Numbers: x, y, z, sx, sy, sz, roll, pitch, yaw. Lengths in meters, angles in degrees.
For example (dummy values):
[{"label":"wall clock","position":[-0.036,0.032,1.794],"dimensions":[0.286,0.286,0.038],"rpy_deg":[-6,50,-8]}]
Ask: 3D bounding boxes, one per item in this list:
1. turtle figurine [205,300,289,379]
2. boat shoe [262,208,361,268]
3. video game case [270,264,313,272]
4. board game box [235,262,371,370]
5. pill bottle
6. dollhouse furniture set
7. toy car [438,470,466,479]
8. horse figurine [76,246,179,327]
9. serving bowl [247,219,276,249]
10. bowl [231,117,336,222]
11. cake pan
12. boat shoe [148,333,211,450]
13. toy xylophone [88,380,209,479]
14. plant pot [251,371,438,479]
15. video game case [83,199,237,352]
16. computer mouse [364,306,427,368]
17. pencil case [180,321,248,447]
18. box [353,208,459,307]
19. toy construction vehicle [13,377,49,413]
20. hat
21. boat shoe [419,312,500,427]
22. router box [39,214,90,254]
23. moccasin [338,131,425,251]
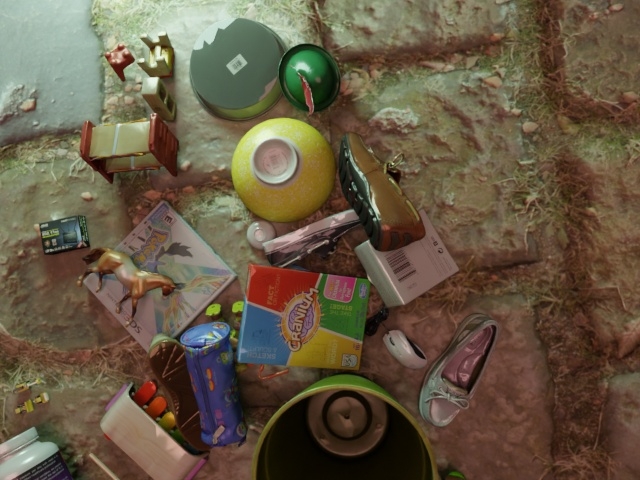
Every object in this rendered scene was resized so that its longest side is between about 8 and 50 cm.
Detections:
[{"label":"turtle figurine","position":[-0.217,0.273,1.219],"dimensions":[0.269,0.087,0.218],"rpy_deg":[-1,109,16]},{"label":"boat shoe","position":[0.000,0.000,1.203],"dimensions":[0.301,0.108,0.102],"rpy_deg":[-22,94,2]},{"label":"video game case","position":[-0.101,0.144,1.253],"dimensions":[0.119,0.015,0.167],"rpy_deg":[20,90,5]},{"label":"board game box","position":[-0.041,0.198,1.168],"dimensions":[0.316,0.064,0.243],"rpy_deg":[8,89,-16]},{"label":"pill bottle","position":[-0.759,0.677,1.213],"dimensions":[0.181,0.181,0.323],"rpy_deg":[-27,87,4]},{"label":"dollhouse furniture set","position":[-0.502,-0.362,1.251],"dimensions":[0.201,0.152,0.375],"rpy_deg":[-3,71,5]},{"label":"toy car","position":[0.267,0.637,1.152],"dimensions":[0.188,0.155,0.149],"rpy_deg":[24,91,14]},{"label":"horse figurine","position":[-0.537,0.103,1.229],"dimensions":[0.263,0.066,0.174],"rpy_deg":[41,98,2]},{"label":"serving bowl","position":[-0.164,-0.016,1.254],"dimensions":[0.083,0.027,0.084],"rpy_deg":[0,89,6]},{"label":"bowl","position":[-0.106,-0.194,1.190],"dimensions":[0.289,0.156,0.290],"rpy_deg":[0,88,5]},{"label":"cake pan","position":[-0.228,-0.477,1.256],"dimensions":[0.292,0.054,0.294],"rpy_deg":[0,89,4]},{"label":"boat shoe","position":[-0.355,0.400,1.224],"dimensions":[0.121,0.110,0.342],"rpy_deg":[-24,105,-21]},{"label":"toy xylophone","position":[-0.479,0.554,1.242],"dimensions":[0.236,0.081,0.323],"rpy_deg":[-42,86,3]},{"label":"plant pot","position":[0.057,0.469,1.064],"dimensions":[0.365,0.353,0.367],"rpy_deg":[0,89,4]},{"label":"video game case","position":[-0.448,0.107,1.271],"dimensions":[0.329,0.036,0.300],"rpy_deg":[-45,86,2]},{"label":"computer mouse","position":[0.201,0.270,1.195],"dimensions":[0.193,0.042,0.106],"rpy_deg":[45,125,3]},{"label":"pencil case","position":[-0.260,0.361,1.127],"dimensions":[0.119,0.133,0.307],"rpy_deg":[-7,101,4]},{"label":"box","position":[0.213,0.048,1.152],"dimensions":[0.181,0.119,0.181],"rpy_deg":[-29,87,-17]},{"label":"toy construction vehicle","position":[-0.830,0.443,1.296],"dimensions":[0.098,0.035,0.086],"rpy_deg":[-18,88,4]},{"label":"hat","position":[-0.006,-0.422,1.152],"dimensions":[0.172,0.183,0.209],"rpy_deg":[-21,98,-10]},{"label":"boat shoe","position":[0.356,0.337,1.167],"dimensions":[0.118,0.103,0.321],"rpy_deg":[32,91,5]},{"label":"router box","position":[-0.726,-0.015,1.295],"dimensions":[0.122,0.038,0.092],"rpy_deg":[-12,87,4]},{"label":"moccasin","position":[0.142,-0.138,1.114],"dimensions":[0.146,0.380,0.139],"rpy_deg":[-10,133,-14]}]
